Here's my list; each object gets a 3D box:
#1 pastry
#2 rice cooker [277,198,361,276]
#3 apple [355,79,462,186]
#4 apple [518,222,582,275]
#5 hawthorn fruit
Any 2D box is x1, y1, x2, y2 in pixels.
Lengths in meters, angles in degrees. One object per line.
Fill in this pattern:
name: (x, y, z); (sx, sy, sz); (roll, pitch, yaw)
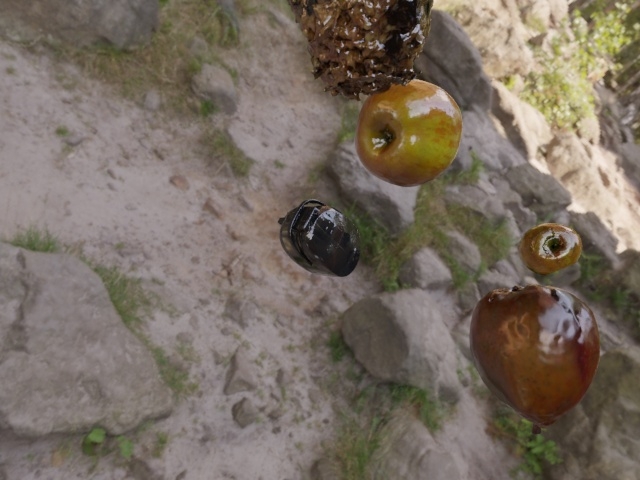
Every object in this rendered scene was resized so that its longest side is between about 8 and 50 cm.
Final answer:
pastry: (0.055, -0.324, 0.742); (0.193, 0.274, 0.275); (7, 26, 10)
rice cooker: (0.000, 0.000, 0.986); (0.165, 0.107, 0.112); (40, 65, -29)
apple: (0.222, -0.292, 1.462); (0.302, 0.301, 0.301); (34, 29, -22)
apple: (0.450, 0.015, 1.075); (0.099, 0.114, 0.102); (66, 9, 14)
hawthorn fruit: (0.495, 0.254, 1.285); (0.308, 0.308, 0.324); (34, 62, -23)
